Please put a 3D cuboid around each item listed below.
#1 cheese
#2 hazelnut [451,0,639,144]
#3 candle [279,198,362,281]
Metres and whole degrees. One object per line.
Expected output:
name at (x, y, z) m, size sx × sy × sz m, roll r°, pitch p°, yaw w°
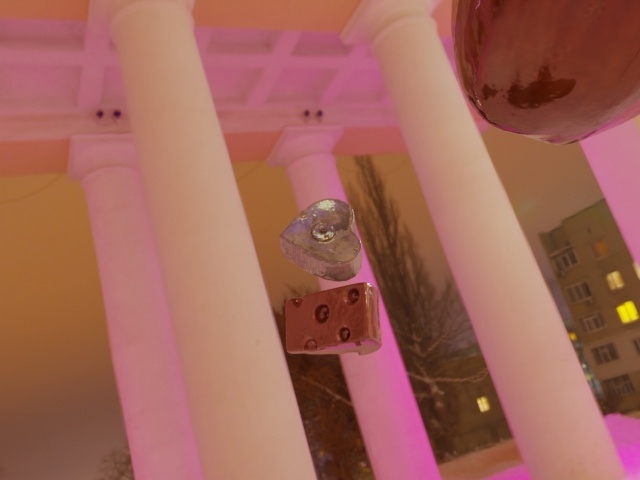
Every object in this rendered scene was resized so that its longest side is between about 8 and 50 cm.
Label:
cheese at (0.058, 0.180, 1.313) m, size 0.202 × 0.128 × 0.177 m, roll -17°, pitch -24°, yaw 32°
hazelnut at (0.188, -0.165, 0.416) m, size 0.186 × 0.210 × 0.210 m, roll -11°, pitch -10°, yaw 42°
candle at (0.000, 0.000, 1.292) m, size 0.168 × 0.192 × 0.068 m, roll -8°, pitch -43°, yaw -4°
